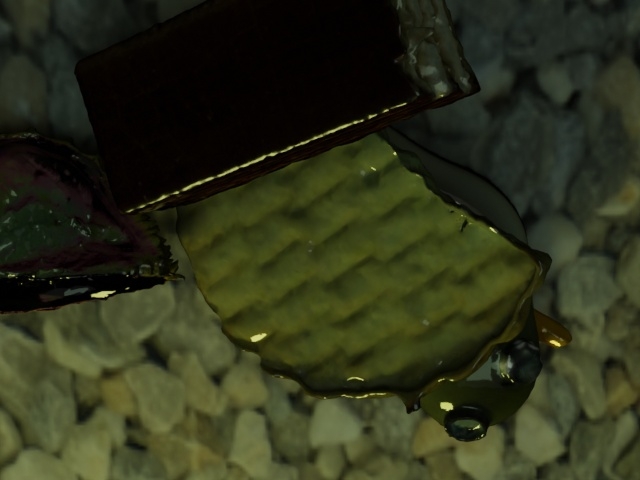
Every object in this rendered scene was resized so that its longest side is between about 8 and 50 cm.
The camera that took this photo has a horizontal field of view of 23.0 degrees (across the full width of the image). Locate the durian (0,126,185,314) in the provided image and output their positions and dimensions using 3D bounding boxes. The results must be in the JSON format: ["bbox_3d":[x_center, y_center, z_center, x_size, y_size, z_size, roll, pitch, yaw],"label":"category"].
[{"bbox_3d":[-0.186,-0.015,1.022,0.186,0.119,0.108,-1,75,-16],"label":"durian"}]

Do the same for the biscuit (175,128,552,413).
[{"bbox_3d":[0.000,0.000,0.989,0.273,0.036,0.187,44,113,18],"label":"biscuit"}]

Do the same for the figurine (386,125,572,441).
[{"bbox_3d":[0.056,0.040,1.021,0.250,0.141,0.166,40,107,-17],"label":"figurine"}]

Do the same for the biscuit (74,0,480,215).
[{"bbox_3d":[-0.028,-0.099,0.928,0.252,0.070,0.106,-20,87,33],"label":"biscuit"}]
